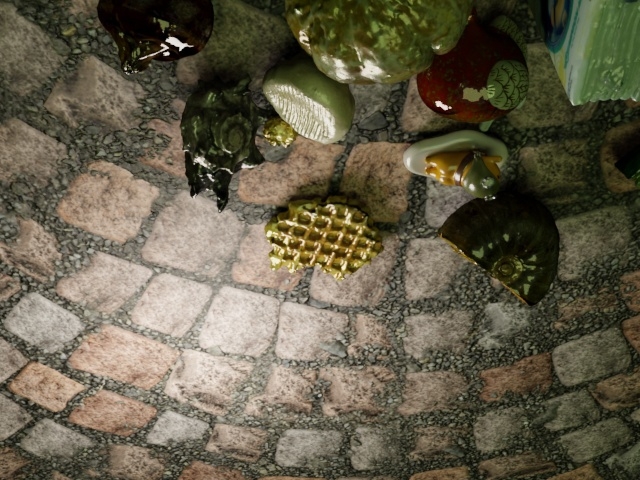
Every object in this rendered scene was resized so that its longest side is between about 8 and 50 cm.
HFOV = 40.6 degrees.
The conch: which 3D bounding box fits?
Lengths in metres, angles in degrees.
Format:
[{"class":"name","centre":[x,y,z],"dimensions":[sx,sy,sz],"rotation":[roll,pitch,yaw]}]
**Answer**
[{"class":"conch","centre":[-0.221,-0.212,1.875],"dimensions":[0.186,0.240,0.313],"rotation":[28,125,5]}]

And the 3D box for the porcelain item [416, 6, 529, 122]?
[{"class":"porcelain item","centre":[0.317,-0.369,1.788],"dimensions":[0.253,0.252,0.252],"rotation":[-2,133,-3]}]

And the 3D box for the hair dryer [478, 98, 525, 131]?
[{"class":"hair dryer","centre":[0.404,-0.298,1.981],"dimensions":[0.082,0.047,0.137],"rotation":[10,137,-15]}]

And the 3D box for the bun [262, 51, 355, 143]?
[{"class":"bun","centre":[-0.014,-0.318,1.850],"dimensions":[0.231,0.133,0.231],"rotation":[31,164,10]}]

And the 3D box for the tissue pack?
[{"class":"tissue pack","centre":[0.508,-0.470,1.594],"dimensions":[0.162,0.388,0.287],"rotation":[0,133,-2]}]

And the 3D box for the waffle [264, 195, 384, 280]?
[{"class":"waffle","centre":[0.010,-0.001,2.212],"dimensions":[0.301,0.058,0.281],"rotation":[-7,131,3]}]

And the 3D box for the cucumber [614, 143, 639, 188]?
[{"class":"cucumber","centre":[0.806,-0.153,2.060],"dimensions":[0.191,0.191,0.130],"rotation":[33,124,-30]}]

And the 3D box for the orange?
[{"class":"orange","centre":[0.101,-0.408,1.660],"dimensions":[0.369,0.210,0.271],"rotation":[5,169,25]}]

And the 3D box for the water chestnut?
[{"class":"water chestnut","centre":[-0.319,-0.428,1.680],"dimensions":[0.224,0.238,0.223],"rotation":[16,172,2]}]

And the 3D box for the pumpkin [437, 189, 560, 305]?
[{"class":"pumpkin","centre":[0.471,-0.007,2.172],"dimensions":[0.325,0.242,0.232],"rotation":[37,91,-27]}]

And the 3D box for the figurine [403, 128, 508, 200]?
[{"class":"figurine","centre":[0.325,-0.153,2.027],"dimensions":[0.250,0.141,0.166],"rotation":[-6,144,4]}]

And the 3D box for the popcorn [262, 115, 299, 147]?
[{"class":"popcorn","centre":[-0.089,-0.248,1.975],"dimensions":[0.082,0.057,0.083],"rotation":[-23,128,7]}]
